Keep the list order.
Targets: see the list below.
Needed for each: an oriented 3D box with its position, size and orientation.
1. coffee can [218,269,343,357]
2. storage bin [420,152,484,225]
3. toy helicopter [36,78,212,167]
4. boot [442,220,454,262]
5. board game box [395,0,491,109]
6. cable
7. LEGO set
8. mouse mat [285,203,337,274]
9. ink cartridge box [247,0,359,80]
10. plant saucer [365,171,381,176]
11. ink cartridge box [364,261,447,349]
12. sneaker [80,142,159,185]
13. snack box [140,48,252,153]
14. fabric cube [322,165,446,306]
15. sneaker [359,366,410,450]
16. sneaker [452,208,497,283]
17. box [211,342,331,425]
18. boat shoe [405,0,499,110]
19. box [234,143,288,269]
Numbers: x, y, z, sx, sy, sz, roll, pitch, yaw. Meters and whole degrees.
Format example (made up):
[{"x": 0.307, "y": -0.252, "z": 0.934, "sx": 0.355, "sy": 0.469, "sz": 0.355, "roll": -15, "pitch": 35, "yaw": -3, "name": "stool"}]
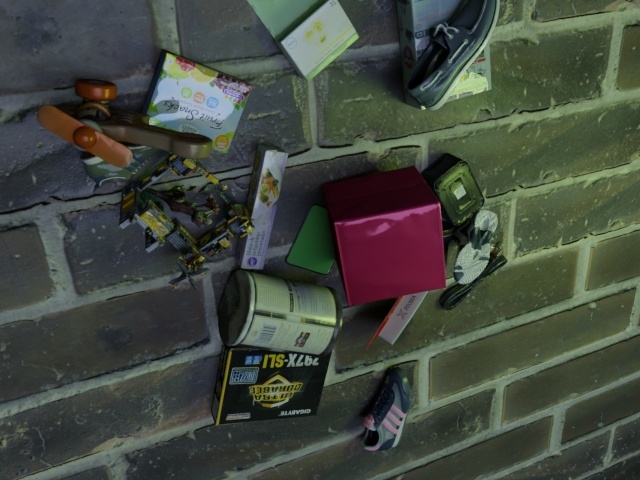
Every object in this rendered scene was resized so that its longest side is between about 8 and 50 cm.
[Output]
[{"x": -0.108, "y": 0.199, "z": 1.650, "sx": 0.276, "sy": 0.201, "sz": 0.201, "roll": 14, "pitch": 106, "yaw": -29, "name": "coffee can"}, {"x": 0.385, "y": -0.149, "z": 1.793, "sx": 0.122, "sy": 0.084, "sz": 0.180, "roll": -38, "pitch": 124, "yaw": -5, "name": "storage bin"}, {"x": -0.392, "y": -0.220, "z": 1.233, "sx": 0.356, "sy": 0.235, "sz": 0.140, "roll": 14, "pitch": 111, "yaw": 11, "name": "toy helicopter"}, {"x": 0.314, "y": 0.030, "z": 1.852, "sx": 0.198, "sy": 0.077, "sz": 0.136, "roll": -11, "pitch": 122, "yaw": -19, "name": "boot"}, {"x": 0.320, "y": -0.517, "z": 1.586, "sx": 0.224, "sy": 0.097, "sz": 0.303, "roll": -19, "pitch": 118, "yaw": -16, "name": "board game box"}, {"x": 0.500, "y": 0.110, "z": 2.001, "sx": 0.140, "sy": 0.072, "sz": 0.287, "roll": 19, "pitch": 117, "yaw": -48, "name": "cable"}, {"x": -0.306, "y": -0.045, "z": 1.425, "sx": 0.255, "sy": 0.192, "sz": 0.331, "roll": -27, "pitch": 126, "yaw": 4, "name": "LEGO set"}, {"x": 0.000, "y": 0.000, "z": 1.726, "sx": 0.153, "sy": 0.007, "sz": 0.189, "roll": 19, "pitch": 102, "yaw": -31, "name": "mouse mat"}, {"x": -0.039, "y": -0.521, "z": 1.440, "sx": 0.171, "sy": 0.056, "sz": 0.235, "roll": -41, "pitch": 125, "yaw": -2, "name": "ink cartridge box"}, {"x": 0.151, "y": -0.151, "z": 1.723, "sx": 0.084, "sy": 0.013, "sz": 0.083, "roll": -10, "pitch": 117, "yaw": -20, "name": "plant saucer"}, {"x": 0.252, "y": 0.190, "z": 1.786, "sx": 0.275, "sy": 0.060, "sz": 0.239, "roll": -61, "pitch": 168, "yaw": 25, "name": "ink cartridge box"}, {"x": -0.440, "y": -0.183, "z": 1.405, "sx": 0.192, "sy": 0.064, "sz": 0.086, "roll": -19, "pitch": 127, "yaw": -16, "name": "sneaker"}, {"x": -0.286, "y": -0.315, "z": 1.407, "sx": 0.207, "sy": 0.070, "sz": 0.174, "roll": 16, "pitch": 106, "yaw": -29, "name": "snack box"}, {"x": 0.162, "y": -0.016, "z": 1.608, "sx": 0.259, "sy": 0.259, "sz": 0.253, "roll": -12, "pitch": 119, "yaw": -1, "name": "fabric cube"}, {"x": 0.209, "y": 0.566, "z": 2.023, "sx": 0.131, "sy": 0.112, "sz": 0.318, "roll": -5, "pitch": 114, "yaw": -26, "name": "sneaker"}, {"x": 0.447, "y": 0.025, "z": 1.858, "sx": 0.094, "sy": 0.153, "sz": 0.234, "roll": 16, "pitch": 82, "yaw": -2, "name": "sneaker"}, {"x": -0.142, "y": 0.405, "z": 1.804, "sx": 0.322, "sy": 0.079, "sz": 0.256, "roll": 3, "pitch": 109, "yaw": -26, "name": "box"}, {"x": 0.316, "y": -0.473, "z": 1.481, "sx": 0.099, "sy": 0.116, "sz": 0.319, "roll": 19, "pitch": 109, "yaw": -34, "name": "boat shoe"}, {"x": -0.154, "y": -0.083, "z": 1.579, "sx": 0.063, "sy": 0.067, "sz": 0.323, "roll": 5, "pitch": 111, "yaw": -26, "name": "box"}]
